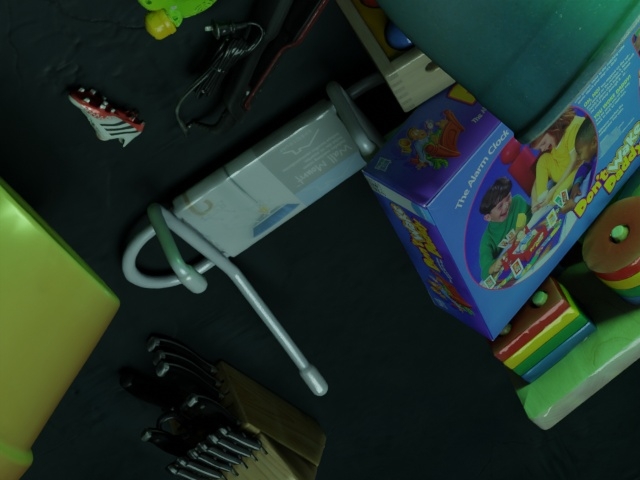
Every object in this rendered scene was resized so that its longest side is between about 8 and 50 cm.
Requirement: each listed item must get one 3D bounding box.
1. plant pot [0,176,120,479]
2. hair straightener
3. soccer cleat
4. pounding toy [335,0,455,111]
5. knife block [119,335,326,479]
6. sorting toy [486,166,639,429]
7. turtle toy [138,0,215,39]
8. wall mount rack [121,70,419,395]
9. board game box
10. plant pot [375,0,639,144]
[{"bbox_3d":[-0.304,0.050,1.185,0.203,0.291,0.291,-45,141,-5],"label":"plant pot"},{"bbox_3d":[-0.068,-0.173,1.247,0.089,0.047,0.230,11,132,-38],"label":"hair straightener"},{"bbox_3d":[-0.188,-0.104,1.256,0.035,0.029,0.083,-48,142,17],"label":"soccer cleat"},{"bbox_3d":[0.089,-0.213,1.234,0.141,0.130,0.100,-32,154,4],"label":"pounding toy"},{"bbox_3d":[-0.109,0.190,1.601,0.088,0.242,0.275,-36,-174,12],"label":"knife block"},{"bbox_3d":[0.258,0.014,1.484,0.255,0.257,0.089,-42,123,16],"label":"sorting toy"},{"bbox_3d":[-0.118,-0.225,1.133,0.095,0.066,0.130,-31,141,1],"label":"turtle toy"},{"bbox_3d":[0.000,0.000,1.403,0.350,0.130,0.304,-34,147,9],"label":"wall mount rack"},{"bbox_3d":[0.210,-0.108,1.344,0.347,0.078,0.233,-48,143,-13],"label":"board game box"},{"bbox_3d":[0.128,-0.254,1.060,0.255,0.271,0.271,36,118,-2],"label":"plant pot"}]
